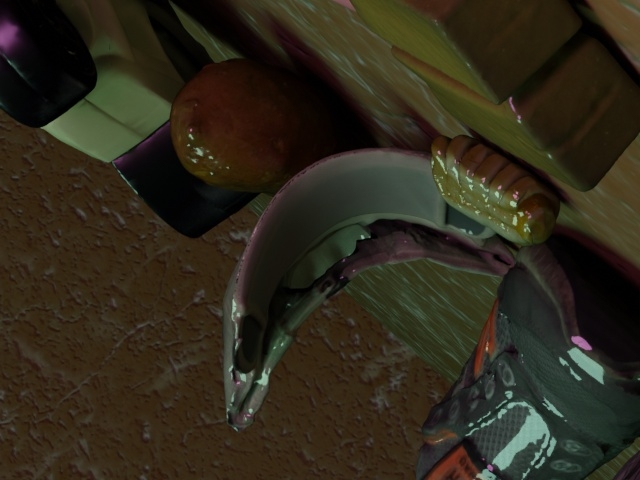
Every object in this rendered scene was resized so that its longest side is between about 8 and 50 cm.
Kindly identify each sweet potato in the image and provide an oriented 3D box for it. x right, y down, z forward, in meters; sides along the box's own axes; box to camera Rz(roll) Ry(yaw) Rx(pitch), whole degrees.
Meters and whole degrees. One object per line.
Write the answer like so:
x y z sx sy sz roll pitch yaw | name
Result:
-0.018 -0.062 1.303 0.097 0.097 0.292 40 -175 25 | sweet potato

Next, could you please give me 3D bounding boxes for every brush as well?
0.031 -0.101 0.754 0.103 0.047 0.233 45 176 -35 | brush

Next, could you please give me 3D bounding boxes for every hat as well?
0.000 0.000 1.200 0.164 0.219 0.226 56 173 43 | hat

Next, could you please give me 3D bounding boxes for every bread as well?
0.094 -0.029 0.994 0.088 0.033 0.049 32 156 44 | bread

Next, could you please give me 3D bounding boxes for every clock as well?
-0.172 -0.146 1.319 0.276 0.120 0.379 59 -171 28 | clock

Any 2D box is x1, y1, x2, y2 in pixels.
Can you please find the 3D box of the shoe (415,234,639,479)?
0.124 0.105 1.137 0.132 0.171 0.336 42 176 8 | shoe

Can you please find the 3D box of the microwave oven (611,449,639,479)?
0.159 0.272 0.708 0.374 0.432 0.236 42 176 4 | microwave oven
